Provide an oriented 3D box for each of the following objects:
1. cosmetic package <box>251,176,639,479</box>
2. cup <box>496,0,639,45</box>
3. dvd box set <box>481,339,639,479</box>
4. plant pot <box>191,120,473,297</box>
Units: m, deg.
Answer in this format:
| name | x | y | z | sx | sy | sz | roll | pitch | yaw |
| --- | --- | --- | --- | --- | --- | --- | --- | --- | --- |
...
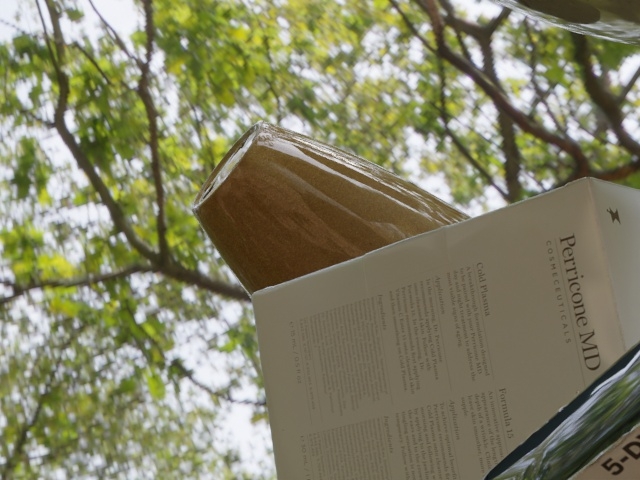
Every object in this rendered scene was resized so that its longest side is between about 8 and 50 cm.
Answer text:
| name | x | y | z | sx | sy | sz | roll | pitch | yaw |
| --- | --- | --- | --- | --- | --- | --- | --- | --- | --- |
| cosmetic package | 0.110 | 0.182 | 0.804 | 0.284 | 0.377 | 0.097 | -20 | -18 | 39 |
| cup | 0.192 | -0.252 | 0.748 | 0.331 | 0.237 | 0.331 | 6 | -101 | -33 |
| dvd box set | 0.313 | 0.148 | 0.479 | 0.420 | 0.062 | 0.307 | 39 | -60 | -7 |
| plant pot | 0.000 | 0.000 | 1.289 | 0.254 | 0.237 | 0.237 | 38 | -81 | -13 |
